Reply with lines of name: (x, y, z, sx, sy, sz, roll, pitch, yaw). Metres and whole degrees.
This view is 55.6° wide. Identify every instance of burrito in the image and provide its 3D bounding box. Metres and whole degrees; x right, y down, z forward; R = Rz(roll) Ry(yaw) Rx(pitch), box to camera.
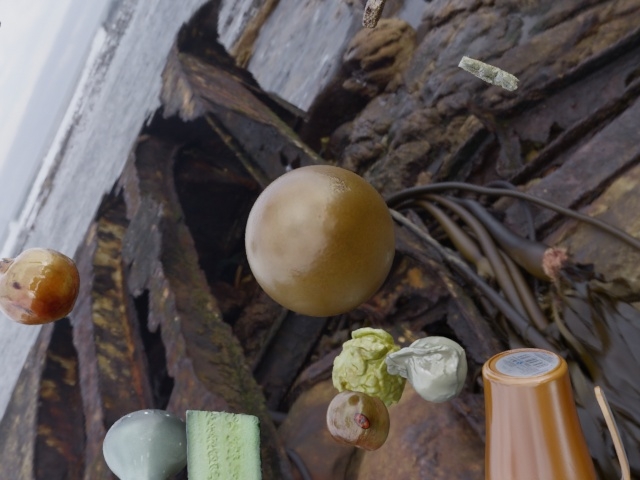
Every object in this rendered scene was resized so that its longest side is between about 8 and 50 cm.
burrito: (0.466, -0.461, 1.676, 0.041, 0.185, 0.045, -88, 20, -59)

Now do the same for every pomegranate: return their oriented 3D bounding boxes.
pomegranate: (-0.720, 0.115, 1.562, 0.209, 0.209, 0.209, -43, 34, 39)

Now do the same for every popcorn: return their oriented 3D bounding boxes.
popcorn: (0.138, 0.337, 1.611, 0.181, 0.235, 0.217, 14, 43, 45)

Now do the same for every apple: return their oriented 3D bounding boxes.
apple: (0.074, 0.349, 1.181, 0.126, 0.126, 0.102, -22, 46, 56)

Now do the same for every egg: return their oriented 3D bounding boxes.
egg: (0.000, 0.000, 1.139, 0.351, 0.282, 0.283, 59, -130, -74)

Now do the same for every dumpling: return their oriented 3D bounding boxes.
dumpling: (0.252, 0.302, 1.449, 0.258, 0.193, 0.147, 90, -165, -59)

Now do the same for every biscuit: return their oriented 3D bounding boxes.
biscuit: (0.135, -0.555, 1.357, 0.064, 0.034, 0.199, 101, -172, -60)

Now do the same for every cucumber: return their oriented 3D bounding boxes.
cucumber: (-0.141, 0.380, 0.916, 0.063, 0.115, 0.244, 95, 171, -70)

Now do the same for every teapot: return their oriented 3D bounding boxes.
teapot: (-0.347, 0.471, 1.204, 0.183, 0.183, 0.251, -52, 28, 27)

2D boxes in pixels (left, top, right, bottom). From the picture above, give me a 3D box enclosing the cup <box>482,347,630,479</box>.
cup: (0.369, 0.319, 0.980, 0.226, 0.182, 0.264, -6, 101, 25)
